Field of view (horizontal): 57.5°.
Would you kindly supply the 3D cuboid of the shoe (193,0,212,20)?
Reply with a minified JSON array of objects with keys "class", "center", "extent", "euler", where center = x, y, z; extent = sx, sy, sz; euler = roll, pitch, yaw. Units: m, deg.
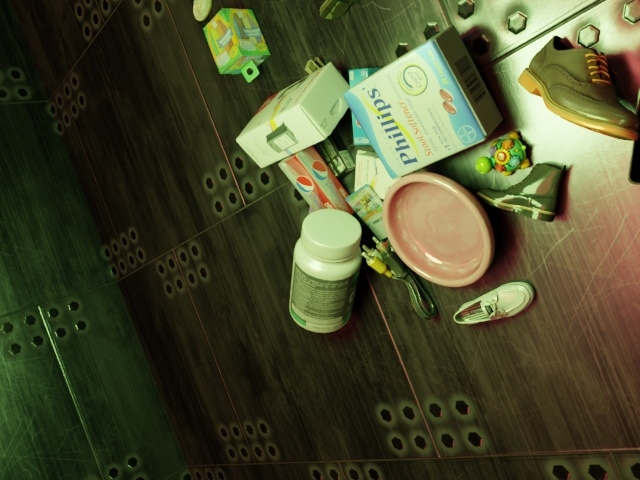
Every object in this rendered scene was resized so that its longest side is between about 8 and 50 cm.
[{"class":"shoe","center":[-0.408,-0.865,2.006],"extent":[0.076,0.058,0.219],"euler":[41,127,26]}]

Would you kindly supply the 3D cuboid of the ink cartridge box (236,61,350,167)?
[{"class":"ink cartridge box","center":[-0.075,-0.365,1.723],"extent":[0.306,0.226,0.131],"euler":[-17,124,47]}]

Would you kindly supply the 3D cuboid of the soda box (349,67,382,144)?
[{"class":"soda box","center":[0.134,-0.378,1.652],"extent":[0.067,0.071,0.210],"euler":[9,109,42]}]

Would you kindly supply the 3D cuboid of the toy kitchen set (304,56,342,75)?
[{"class":"toy kitchen set","center":[0.014,-0.514,1.728],"extent":[0.075,0.083,0.068],"euler":[-4,59,43]}]

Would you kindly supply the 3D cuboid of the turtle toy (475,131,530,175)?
[{"class":"turtle toy","center":[0.442,-0.202,1.427],"extent":[0.130,0.066,0.095],"euler":[-25,86,44]}]

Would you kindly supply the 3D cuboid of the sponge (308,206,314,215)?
[{"class":"sponge","center":[0.000,0.000,1.928],"extent":[0.117,0.031,0.210],"euler":[28,121,34]}]

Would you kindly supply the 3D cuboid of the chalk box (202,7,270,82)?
[{"class":"chalk box","center":[-0.266,-0.625,1.901],"extent":[0.132,0.132,0.213],"euler":[-24,87,45]}]

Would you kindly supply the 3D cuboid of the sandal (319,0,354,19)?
[{"class":"sandal","center":[0.075,-0.693,1.613],"extent":[0.219,0.090,0.060],"euler":[-27,63,51]}]

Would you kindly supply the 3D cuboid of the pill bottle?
[{"class":"pill bottle","center":[0.016,0.095,1.774],"extent":[0.204,0.204,0.361],"euler":[37,140,29]}]

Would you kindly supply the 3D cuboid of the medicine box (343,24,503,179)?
[{"class":"medicine box","center":[0.252,-0.334,1.454],"extent":[0.289,0.149,0.263],"euler":[-22,105,42]}]

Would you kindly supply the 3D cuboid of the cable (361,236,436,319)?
[{"class":"cable","center":[0.237,0.103,1.704],"extent":[0.072,0.139,0.287],"euler":[-31,102,40]}]

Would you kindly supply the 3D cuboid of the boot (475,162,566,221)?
[{"class":"boot","center":[0.489,-0.135,1.418],"extent":[0.198,0.077,0.137],"euler":[21,105,35]}]

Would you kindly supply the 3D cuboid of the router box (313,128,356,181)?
[{"class":"router box","center":[0.018,-0.268,1.814],"extent":[0.133,0.046,0.179],"euler":[-36,78,44]}]

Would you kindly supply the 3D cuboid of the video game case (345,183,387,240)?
[{"class":"video game case","center":[0.157,-0.080,1.712],"extent":[0.166,0.015,0.119],"euler":[49,150,-6]}]

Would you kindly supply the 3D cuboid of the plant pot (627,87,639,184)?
[{"class":"plant pot","center":[0.716,-0.204,1.104],"extent":[0.187,0.167,0.188],"euler":[13,113,39]}]

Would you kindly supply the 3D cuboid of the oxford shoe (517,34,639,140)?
[{"class":"oxford shoe","center":[0.527,-0.316,1.177],"extent":[0.363,0.130,0.132],"euler":[-112,39,-52]}]

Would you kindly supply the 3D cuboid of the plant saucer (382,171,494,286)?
[{"class":"plant saucer","center":[0.317,-0.036,1.543],"extent":[0.332,0.084,0.332],"euler":[30,139,30]}]

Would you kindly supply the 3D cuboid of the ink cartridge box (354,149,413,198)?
[{"class":"ink cartridge box","center":[0.166,-0.189,1.687],"extent":[0.198,0.067,0.115],"euler":[19,117,38]}]

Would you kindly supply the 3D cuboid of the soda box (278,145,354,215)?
[{"class":"soda box","center":[-0.005,-0.163,1.765],"extent":[0.083,0.092,0.263],"euler":[-21,116,42]}]

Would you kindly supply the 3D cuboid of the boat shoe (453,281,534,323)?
[{"class":"boat shoe","center":[0.453,0.178,1.535],"extent":[0.226,0.076,0.083],"euler":[-37,78,43]}]
